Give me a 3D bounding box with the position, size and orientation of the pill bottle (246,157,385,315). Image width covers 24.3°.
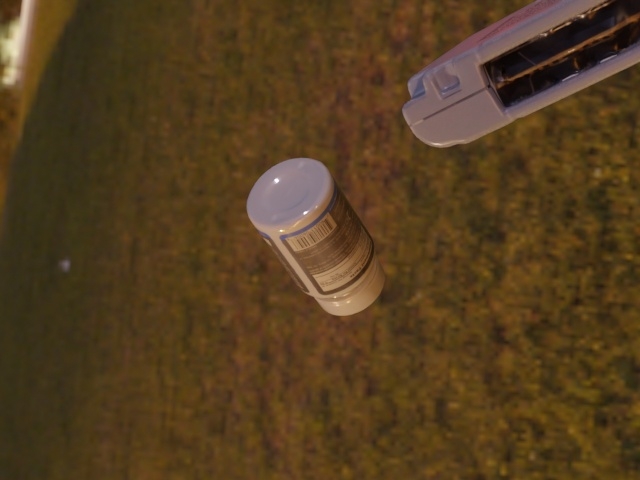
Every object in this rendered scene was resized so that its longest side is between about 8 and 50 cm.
[{"bbox_3d":[0.000,0.000,1.263,0.137,0.078,0.078,56,-164,-44],"label":"pill bottle"}]

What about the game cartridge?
[{"bbox_3d":[0.203,-0.152,0.891,0.294,0.060,0.196,-25,11,28],"label":"game cartridge"}]
